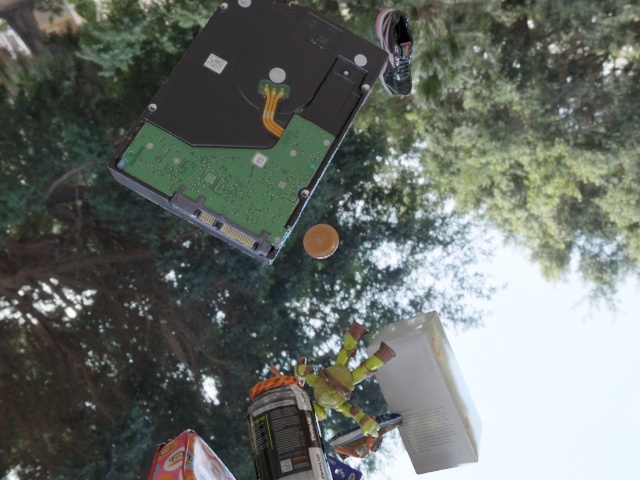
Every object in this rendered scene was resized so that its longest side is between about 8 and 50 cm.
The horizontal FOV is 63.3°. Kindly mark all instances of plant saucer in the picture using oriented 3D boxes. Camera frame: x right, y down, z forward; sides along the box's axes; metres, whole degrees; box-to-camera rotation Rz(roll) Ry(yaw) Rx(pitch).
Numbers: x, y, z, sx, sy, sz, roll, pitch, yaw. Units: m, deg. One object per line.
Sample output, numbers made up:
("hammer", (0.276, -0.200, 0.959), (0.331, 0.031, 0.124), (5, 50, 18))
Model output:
("plant saucer", (0.000, 0.000, 1.197), (0.083, 0.013, 0.083), (-5, -112, 13))

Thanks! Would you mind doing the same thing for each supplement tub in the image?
("supplement tub", (-0.056, 0.329, 0.854), (0.117, 0.117, 0.190), (-21, -125, 5))

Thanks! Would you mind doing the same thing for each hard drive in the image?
("hard drive", (-0.085, -0.168, 0.697), (0.339, 0.237, 0.064), (-62, -178, -16))

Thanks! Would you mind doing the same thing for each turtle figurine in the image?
("turtle figurine", (0.029, 0.262, 1.006), (0.269, 0.087, 0.217), (34, -98, 35))

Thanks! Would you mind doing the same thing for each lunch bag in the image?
("lunch bag", (-0.244, 0.558, 1.120), (0.120, 0.293, 0.258), (-33, -167, -1))

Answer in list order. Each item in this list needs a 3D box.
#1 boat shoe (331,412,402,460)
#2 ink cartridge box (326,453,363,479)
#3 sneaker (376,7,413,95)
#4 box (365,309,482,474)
("boat shoe", (0.121, 0.480, 1.272), (0.183, 0.066, 0.066), (-20, 175, -2))
("ink cartridge box", (0.008, 0.711, 1.417), (0.223, 0.045, 0.224), (-20, -137, 64))
("sneaker", (0.159, -0.384, 1.070), (0.072, 0.178, 0.077), (-23, -156, -13))
("box", (0.280, 0.390, 1.371), (0.168, 0.345, 0.215), (-22, 180, 22))
